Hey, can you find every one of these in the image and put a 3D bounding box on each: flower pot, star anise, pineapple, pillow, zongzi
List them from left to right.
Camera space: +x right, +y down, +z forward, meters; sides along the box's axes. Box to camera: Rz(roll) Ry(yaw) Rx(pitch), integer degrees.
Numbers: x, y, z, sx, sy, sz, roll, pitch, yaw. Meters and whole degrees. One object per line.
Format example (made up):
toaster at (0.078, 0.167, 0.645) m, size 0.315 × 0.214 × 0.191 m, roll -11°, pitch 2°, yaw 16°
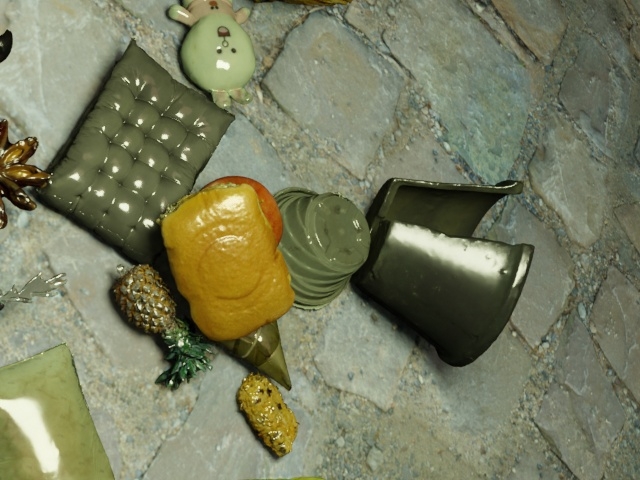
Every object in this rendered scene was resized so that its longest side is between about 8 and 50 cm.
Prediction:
star anise at (-0.513, -0.101, 1.341) m, size 0.233 × 0.073 × 0.177 m, roll 8°, pitch 66°, yaw -26°
pillow at (-0.386, 0.312, 1.301) m, size 0.184 × 0.075 × 0.303 m, roll -19°, pitch 87°, yaw -39°
pillow at (-0.293, -0.142, 1.521) m, size 0.228 × 0.101 × 0.326 m, roll 36°, pitch 54°, yaw -22°
pineapple at (-0.258, 0.130, 1.465) m, size 0.103 × 0.083 × 0.221 m, roll -39°, pitch 101°, yaw -29°
zongzi at (-0.090, 0.145, 1.586) m, size 0.176 × 0.078 × 0.160 m, roll 34°, pitch 56°, yaw -7°
flower pot at (0.000, 0.000, 1.685) m, size 0.235 × 0.140 × 0.236 m, roll 16°, pitch 63°, yaw -36°
flower pot at (0.206, 0.033, 1.756) m, size 0.251 × 0.379 × 0.380 m, roll 18°, pitch 63°, yaw -12°

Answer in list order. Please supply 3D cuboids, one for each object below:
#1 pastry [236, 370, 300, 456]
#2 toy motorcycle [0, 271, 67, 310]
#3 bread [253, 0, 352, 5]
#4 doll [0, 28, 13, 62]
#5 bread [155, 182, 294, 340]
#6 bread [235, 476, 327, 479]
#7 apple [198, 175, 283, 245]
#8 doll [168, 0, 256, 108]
pastry at (-0.088, 0.294, 1.567) m, size 0.140 × 0.056 × 0.080 m, roll 51°, pitch 39°, yaw -12°
toy motorcycle at (-0.540, 0.086, 1.213) m, size 0.400 × 0.134 × 0.207 m, roll -13°, pitch 84°, yaw -40°
bread at (-0.089, -0.583, 1.787) m, size 0.277 × 0.167 × 0.325 m, roll -4°, pitch 69°, yaw -49°
doll at (-0.542, -0.220, 1.306) m, size 0.117 × 0.181 × 0.257 m, roll 78°, pitch 22°, yaw -52°
bread at (-0.148, 0.031, 1.452) m, size 0.174 × 0.121 × 0.246 m, roll -20°, pitch 109°, yaw -4°
bread at (-0.109, 0.504, 1.308) m, size 0.307 × 0.348 × 0.348 m, roll 10°, pitch 69°, yaw -26°
apple at (-0.144, -0.032, 1.571) m, size 0.163 × 0.139 × 0.164 m, roll -4°, pitch 109°, yaw -10°
doll at (-0.187, -0.367, 1.679) m, size 0.154 × 0.113 × 0.275 m, roll -10°, pitch 87°, yaw -24°
